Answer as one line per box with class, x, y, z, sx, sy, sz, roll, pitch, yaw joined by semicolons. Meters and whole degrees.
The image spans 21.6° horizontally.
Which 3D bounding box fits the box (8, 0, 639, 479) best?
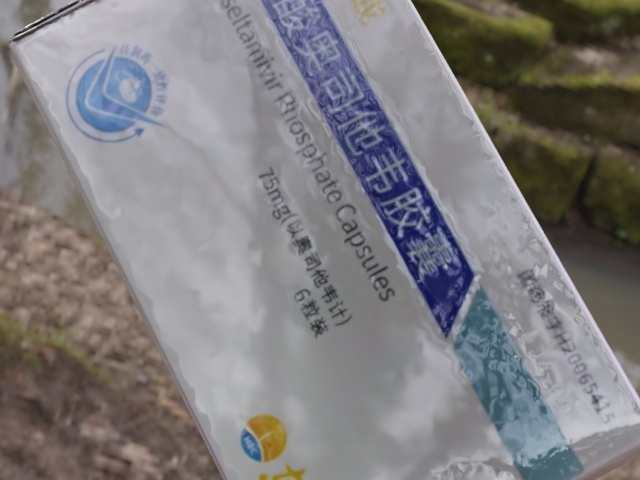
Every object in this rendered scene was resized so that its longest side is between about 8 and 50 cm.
box;0.000;0.000;0.860;0.343;0.200;0.065;61;1;15
